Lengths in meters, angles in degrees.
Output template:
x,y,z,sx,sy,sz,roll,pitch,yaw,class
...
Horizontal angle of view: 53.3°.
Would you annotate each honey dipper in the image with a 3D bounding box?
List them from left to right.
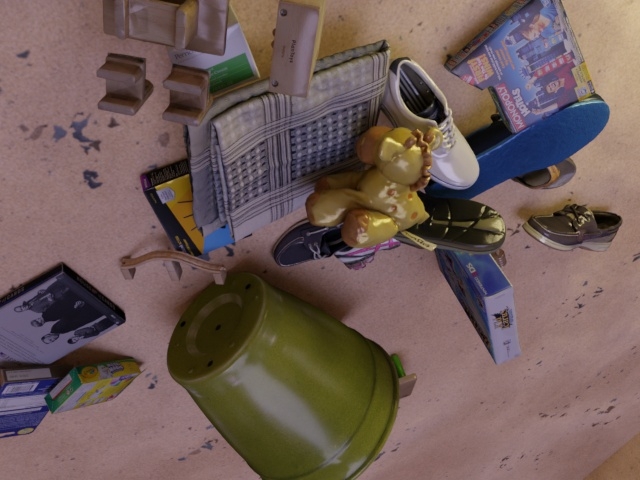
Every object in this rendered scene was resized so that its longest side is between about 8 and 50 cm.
x,y,z,sx,sy,sz,roll,pitch,yaw,class
0.382,0.003,1.405,0.030,0.030,0.161,-28,135,3,honey dipper

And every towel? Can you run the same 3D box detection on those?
x,y,z,sx,sy,sz,roll,pitch,yaw,class
-0.047,-0.131,0.954,0.324,0.056,0.312,-24,157,-18,towel

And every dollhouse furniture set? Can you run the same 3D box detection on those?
x,y,z,sx,sy,sz,roll,pitch,yaw,class
-0.119,-0.258,0.727,0.242,0.161,0.212,10,124,-1,dollhouse furniture set

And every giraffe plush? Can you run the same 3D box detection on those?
x,y,z,sx,sy,sz,roll,pitch,yaw,class
0.097,-0.096,0.960,0.210,0.181,0.171,19,124,10,giraffe plush

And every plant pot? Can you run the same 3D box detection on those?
x,y,z,sx,sy,sz,roll,pitch,yaw,class
-0.092,0.252,1.231,0.366,0.366,0.353,-35,125,11,plant pot

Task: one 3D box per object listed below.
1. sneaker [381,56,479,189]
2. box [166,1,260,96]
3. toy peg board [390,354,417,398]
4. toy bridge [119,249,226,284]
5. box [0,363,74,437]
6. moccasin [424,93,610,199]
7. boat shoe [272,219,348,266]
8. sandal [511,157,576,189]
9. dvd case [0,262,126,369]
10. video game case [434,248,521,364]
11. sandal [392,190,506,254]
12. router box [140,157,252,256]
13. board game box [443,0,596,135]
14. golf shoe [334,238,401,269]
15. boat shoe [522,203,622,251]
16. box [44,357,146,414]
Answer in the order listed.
x,y,z,sx,sy,sz,roll,pitch,yaw,class
0.171,-0.177,1.004,0.258,0.091,0.094,44,82,-19,sneaker
-0.148,-0.255,0.849,0.101,0.102,0.087,-23,134,-2,box
0.152,0.366,1.638,0.161,0.079,0.161,-17,153,-8,toy peg board
-0.254,0.043,1.097,0.188,0.026,0.063,2,139,8,toy bridge
-0.585,0.316,1.235,0.136,0.036,0.225,6,135,-47,box
0.330,-0.187,1.131,0.341,0.117,0.138,-21,133,2,moccasin
0.000,0.000,1.183,0.206,0.065,0.075,-27,126,13,boat shoe
0.425,-0.140,1.257,0.219,0.060,0.090,14,125,-34,sandal
-0.502,0.152,1.145,0.238,0.030,0.179,-28,138,5,dvd case
0.296,0.073,1.255,0.061,0.270,0.244,-25,137,2,video game case
0.164,-0.031,1.104,0.086,0.302,0.120,79,35,-60,sandal
-0.202,-0.056,1.063,0.133,0.046,0.179,-21,138,-4,router box
0.310,-0.280,1.025,0.194,0.060,0.194,-26,112,12,board game box
0.107,-0.015,1.230,0.186,0.067,0.086,-36,135,12,golf shoe
0.557,-0.035,1.399,0.285,0.103,0.092,5,125,-33,boat shoe
-0.436,0.282,1.258,0.105,0.043,0.179,-42,159,17,box
